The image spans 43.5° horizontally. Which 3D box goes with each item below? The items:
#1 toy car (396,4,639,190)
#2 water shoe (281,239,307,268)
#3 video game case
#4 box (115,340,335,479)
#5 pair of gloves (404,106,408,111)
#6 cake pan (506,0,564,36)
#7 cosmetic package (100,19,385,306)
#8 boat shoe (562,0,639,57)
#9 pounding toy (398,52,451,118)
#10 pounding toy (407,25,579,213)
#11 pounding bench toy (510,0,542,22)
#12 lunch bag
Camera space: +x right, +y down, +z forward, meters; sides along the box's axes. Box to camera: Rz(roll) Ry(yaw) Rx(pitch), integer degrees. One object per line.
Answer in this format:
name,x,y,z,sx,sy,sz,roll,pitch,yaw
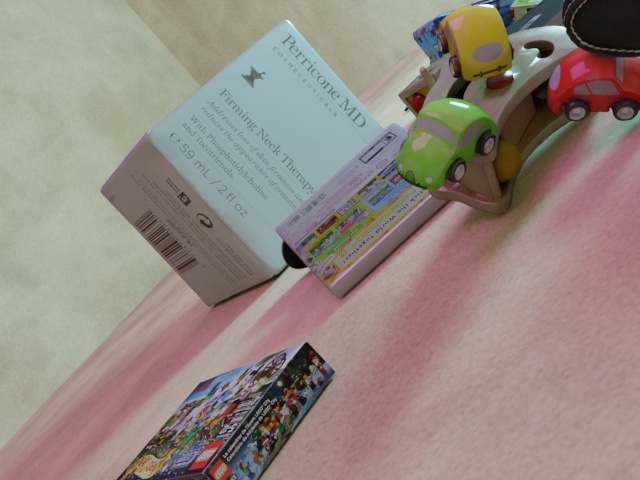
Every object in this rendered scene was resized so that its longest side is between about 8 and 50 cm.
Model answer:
toy car,0.155,-0.132,0.728,0.239,0.053,0.225,32,64,35
water shoe,0.000,0.000,1.138,0.203,0.073,0.080,-33,16,43
video game case,0.063,-0.047,1.036,0.227,0.026,0.206,-42,31,-2
box,-0.103,0.190,0.785,0.233,0.044,0.159,-30,15,51
pair of gloves,0.232,-0.336,1.894,0.074,0.010,0.083,-38,8,30
cake pan,0.332,-0.309,1.238,0.293,0.054,0.293,-41,10,9
cosmetic package,-0.144,-0.140,1.552,0.393,0.329,0.327,-48,11,-30
boat shoe,0.292,-0.181,0.571,0.303,0.114,0.091,-7,44,57
pounding toy,0.183,-0.206,1.151,0.100,0.130,0.141,-45,10,-19
pounding toy,0.212,-0.121,0.854,0.154,0.154,0.269,1,45,33
pounding bench toy,0.383,-0.391,1.411,0.083,0.065,0.052,0,31,27
lunch bag,0.357,-0.435,1.590,0.293,0.138,0.221,-29,9,0
